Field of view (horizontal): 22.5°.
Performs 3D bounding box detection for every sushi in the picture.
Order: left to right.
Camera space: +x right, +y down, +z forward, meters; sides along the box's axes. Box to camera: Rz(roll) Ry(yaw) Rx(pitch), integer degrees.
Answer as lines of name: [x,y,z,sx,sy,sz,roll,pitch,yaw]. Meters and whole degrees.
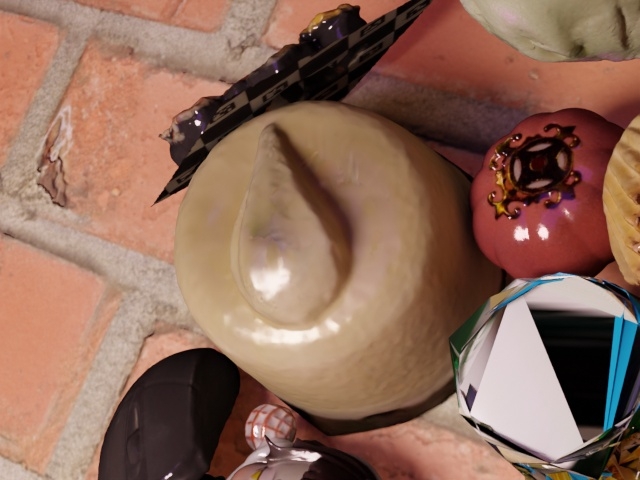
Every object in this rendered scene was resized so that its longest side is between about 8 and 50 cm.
sushi: [-0.042,-0.169,1.658,0.059,0.294,0.292,56,150,6]

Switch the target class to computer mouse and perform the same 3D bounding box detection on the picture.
computer mouse: [-0.165,0.187,1.683,0.137,0.086,0.269,-36,16,24]

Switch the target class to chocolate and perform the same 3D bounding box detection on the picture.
chocolate: [0.000,0.000,1.620,0.314,0.297,0.326,-50,52,-1]

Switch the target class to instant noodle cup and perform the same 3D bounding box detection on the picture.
instant noodle cup: [0.246,0.139,1.473,0.240,0.178,0.240,-13,63,28]

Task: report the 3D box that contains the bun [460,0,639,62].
bun: [0.288,-0.263,1.601,0.293,0.293,0.187,-22,98,23]

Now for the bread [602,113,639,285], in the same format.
bread: [0.434,-0.056,1.367,0.389,0.236,0.183,-21,27,8]

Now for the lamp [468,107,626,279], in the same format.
lamp: [0.232,-0.037,1.545,0.182,0.140,0.182,-19,51,26]

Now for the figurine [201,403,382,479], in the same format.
figurine: [-0.070,0.306,1.620,0.370,0.167,0.281,-15,52,35]
